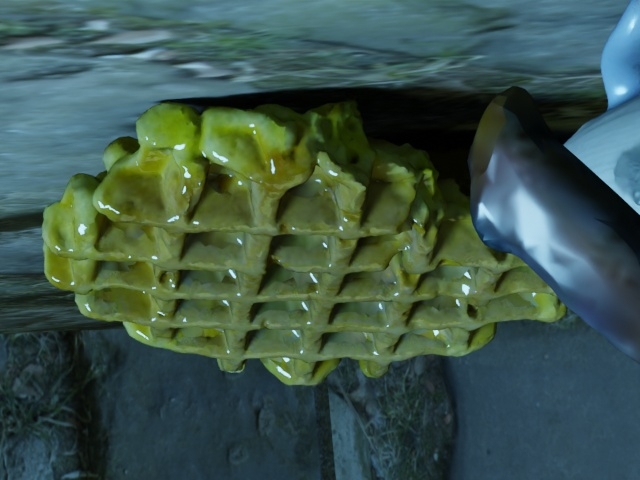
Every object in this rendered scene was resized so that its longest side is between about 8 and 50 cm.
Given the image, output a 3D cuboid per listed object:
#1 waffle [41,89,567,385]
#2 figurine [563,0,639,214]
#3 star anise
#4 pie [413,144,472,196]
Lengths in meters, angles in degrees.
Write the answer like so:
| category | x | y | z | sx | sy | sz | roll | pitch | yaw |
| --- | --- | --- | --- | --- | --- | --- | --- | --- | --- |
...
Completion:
| category | x | y | z | sx | sy | sz | roll | pitch | yaw |
| --- | --- | --- | --- | --- | --- | --- | --- | --- | --- |
| waffle | 0.000 | 0.001 | 0.929 | 0.249 | 0.056 | 0.253 | -15 | 150 | 23 |
| figurine | 0.173 | -0.029 | 0.734 | 0.208 | 0.128 | 0.184 | -11 | 176 | 17 |
| star anise | 0.202 | -0.023 | 0.548 | 0.346 | 0.148 | 0.237 | -3 | -153 | -23 |
| pie | 0.041 | -0.002 | 1.144 | 0.308 | 0.085 | 0.308 | -4 | 175 | 0 |
